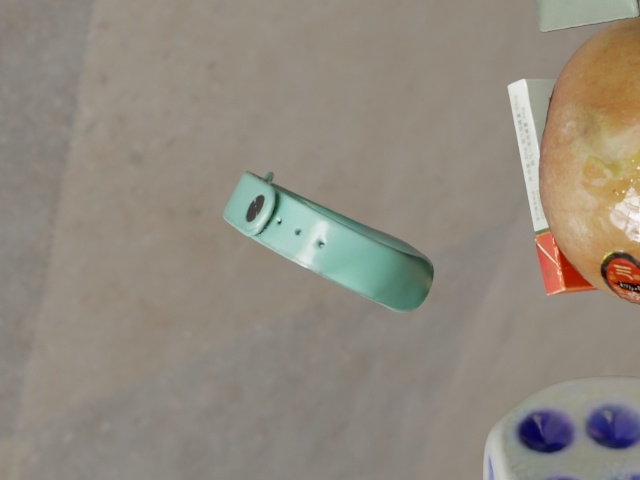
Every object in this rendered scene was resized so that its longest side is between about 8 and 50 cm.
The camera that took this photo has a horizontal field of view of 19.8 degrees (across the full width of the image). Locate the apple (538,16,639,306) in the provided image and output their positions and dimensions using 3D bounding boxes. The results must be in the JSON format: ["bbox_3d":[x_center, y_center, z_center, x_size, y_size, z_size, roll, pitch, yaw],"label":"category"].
[{"bbox_3d":[0.411,-0.080,1.937,0.338,0.305,0.338,-1,92,-49],"label":"apple"}]

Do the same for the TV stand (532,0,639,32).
[{"bbox_3d":[0.224,-0.295,1.587,0.088,0.269,0.082,-8,132,14],"label":"TV stand"}]

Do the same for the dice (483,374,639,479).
[{"bbox_3d":[0.325,0.350,1.987,0.277,0.304,0.304,-4,125,2],"label":"dice"}]

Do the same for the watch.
[{"bbox_3d":[0.000,0.000,1.743,0.195,0.237,0.068,25,95,-27],"label":"watch"}]

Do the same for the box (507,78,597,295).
[{"bbox_3d":[0.291,-0.064,2.082,0.139,0.245,0.035,-5,172,-38],"label":"box"}]
